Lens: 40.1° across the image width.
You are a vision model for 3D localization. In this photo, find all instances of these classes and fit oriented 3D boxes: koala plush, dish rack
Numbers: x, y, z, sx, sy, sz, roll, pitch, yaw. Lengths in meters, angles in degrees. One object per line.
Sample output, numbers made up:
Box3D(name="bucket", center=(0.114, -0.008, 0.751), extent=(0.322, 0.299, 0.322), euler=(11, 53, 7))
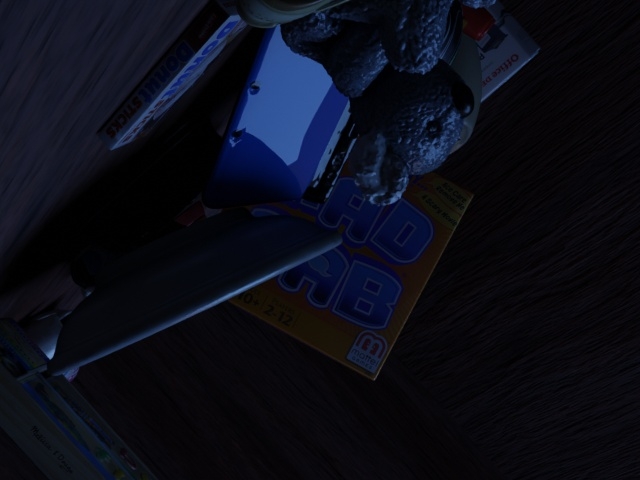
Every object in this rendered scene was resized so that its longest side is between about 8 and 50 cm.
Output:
Box3D(name="koala plush", center=(0.074, -0.161, 0.854), extent=(0.203, 0.221, 0.196), euler=(2, -144, 34))
Box3D(name="dish rack", center=(-0.192, -0.073, 1.154), extent=(0.208, 0.074, 0.271), euler=(-40, -177, 6))

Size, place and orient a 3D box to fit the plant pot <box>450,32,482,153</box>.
Box3D(name="plant pot", center=(0.191, -0.262, 1.659), extent=(0.284, 0.190, 0.284), euler=(-17, 155, -8))

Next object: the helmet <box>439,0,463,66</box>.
Box3D(name="helmet", center=(0.130, -0.301, 1.319), extent=(0.169, 0.169, 0.161), euler=(-40, -162, 57))

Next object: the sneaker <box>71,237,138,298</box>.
Box3D(name="sneaker", center=(-0.329, 0.045, 1.278), extent=(0.086, 0.085, 0.237), euler=(-17, 170, -27))

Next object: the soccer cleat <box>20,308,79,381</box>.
Box3D(name="soccer cleat", center=(-0.458, 0.183, 1.546), extent=(0.143, 0.116, 0.331), euler=(-41, -179, -4))

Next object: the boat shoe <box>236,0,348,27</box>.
Box3D(name="boat shoe", center=(0.052, -0.262, 0.698), extent=(0.285, 0.104, 0.089), euler=(-31, -177, -17))

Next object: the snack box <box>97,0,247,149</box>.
Box3D(name="snack box", center=(-0.127, -0.149, 0.780), extent=(0.178, 0.022, 0.064), euler=(-40, 180, 29))

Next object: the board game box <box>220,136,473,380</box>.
Box3D(name="board game box", center=(0.000, 0.000, 1.595), extent=(0.356, 0.356, 0.356), euler=(-61, -176, -5))

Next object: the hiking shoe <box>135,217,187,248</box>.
Box3D(name="hiking shoe", center=(-0.300, 0.048, 1.543), extent=(0.227, 0.086, 0.114), euler=(-44, 151, -61))

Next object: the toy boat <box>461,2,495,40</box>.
Box3D(name="toy boat", center=(0.264, -0.448, 1.308), extent=(0.267, 0.148, 0.318), euler=(-50, 179, -45))

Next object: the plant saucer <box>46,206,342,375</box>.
Box3D(name="plant saucer", center=(-0.170, 0.044, 1.116), extent=(0.401, 0.100, 0.400), euler=(-25, 180, 0))

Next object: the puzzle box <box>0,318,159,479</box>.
Box3D(name="puzzle box", center=(-0.329, 0.273, 1.184), extent=(0.052, 0.409, 0.272), euler=(-42, -178, -8))

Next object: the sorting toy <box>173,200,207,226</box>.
Box3D(name="sorting toy", center=(-0.300, 0.044, 1.729), extent=(0.127, 0.126, 0.365), euler=(-41, -178, 29))

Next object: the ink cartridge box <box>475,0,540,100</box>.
Box3D(name="ink cartridge box", center=(0.304, -0.416, 1.801), extent=(0.172, 0.237, 0.100), euler=(-41, -178, 32))

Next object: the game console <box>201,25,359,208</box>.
Box3D(name="game console", center=(-0.021, -0.199, 1.069), extent=(0.250, 0.173, 0.293), euler=(-93, -156, -50))
